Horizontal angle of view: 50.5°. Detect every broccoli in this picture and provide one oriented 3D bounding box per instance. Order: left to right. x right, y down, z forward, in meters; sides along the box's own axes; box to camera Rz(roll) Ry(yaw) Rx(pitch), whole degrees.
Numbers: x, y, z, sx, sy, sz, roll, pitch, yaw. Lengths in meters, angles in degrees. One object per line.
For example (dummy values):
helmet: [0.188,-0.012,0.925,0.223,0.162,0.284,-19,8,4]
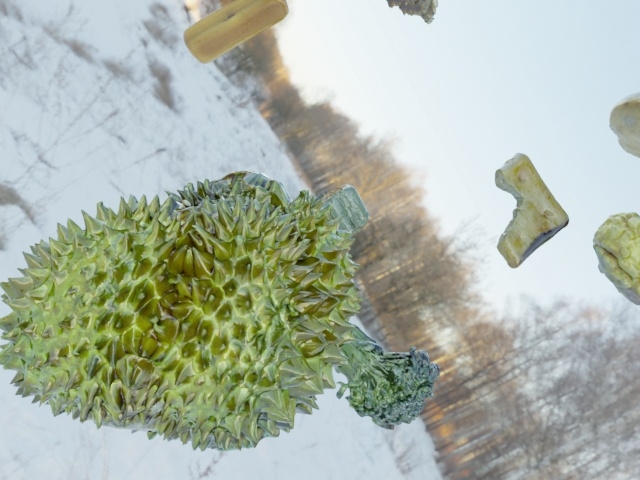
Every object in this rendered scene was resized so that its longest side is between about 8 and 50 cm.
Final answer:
broccoli: [0.055,0.181,1.145,0.304,0.146,0.165,38,-4,24]

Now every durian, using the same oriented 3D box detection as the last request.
durian: [-0.101,0.066,0.558,0.291,0.290,0.225,-82,156,-84]

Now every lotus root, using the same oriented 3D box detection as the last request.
lotus root: [0.801,-0.247,1.524,0.169,0.151,0.342,46,-5,-30]

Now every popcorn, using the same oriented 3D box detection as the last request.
popcorn: [0.684,0.034,1.444,0.218,0.169,0.189,55,14,11]

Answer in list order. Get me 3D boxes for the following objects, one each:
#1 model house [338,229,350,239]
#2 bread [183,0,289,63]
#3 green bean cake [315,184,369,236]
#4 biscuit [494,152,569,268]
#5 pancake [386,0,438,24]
model house: [0.000,0.000,1.157,0.083,0.078,0.066,-7,75,-63]
bread: [-0.181,-0.472,1.467,0.092,0.239,0.074,49,22,-48]
green bean cake: [0.001,-0.043,1.748,0.125,0.227,0.222,61,-4,-9]
biscuit: [0.383,-0.063,1.311,0.184,0.174,0.039,59,-20,0]
pancake: [0.142,-0.504,1.206,0.245,0.057,0.266,57,-40,1]
